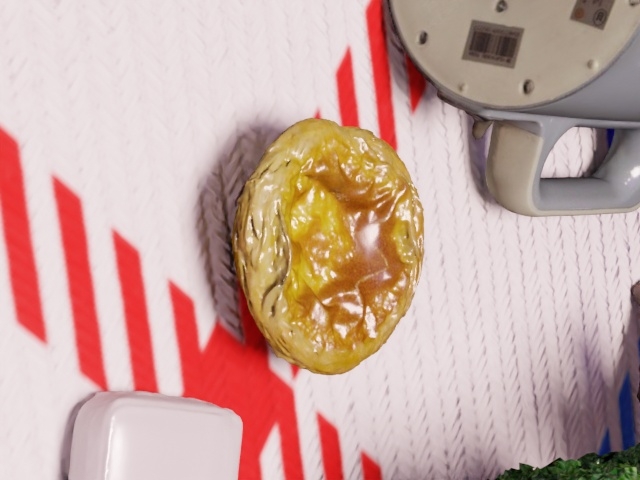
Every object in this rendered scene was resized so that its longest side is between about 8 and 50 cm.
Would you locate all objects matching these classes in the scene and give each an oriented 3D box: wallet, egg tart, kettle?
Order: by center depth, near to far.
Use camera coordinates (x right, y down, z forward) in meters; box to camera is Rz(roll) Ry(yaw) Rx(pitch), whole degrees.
[{"bbox_3d":[-0.079,0.163,0.741,0.095,0.033,0.190,15,79,-46],"label":"wallet"},{"bbox_3d":[0.000,0.000,0.810,0.130,0.052,0.130,-2,93,-47],"label":"egg tart"},{"bbox_3d":[0.160,-0.109,0.932,0.243,0.160,0.210,9,103,-54],"label":"kettle"}]

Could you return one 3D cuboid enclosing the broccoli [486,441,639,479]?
[{"bbox_3d":[0.146,0.240,0.813,0.308,0.275,0.308,-54,161,-29],"label":"broccoli"}]

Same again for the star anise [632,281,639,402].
[{"bbox_3d":[0.257,0.170,1.001,0.349,0.109,0.292,-79,153,-76],"label":"star anise"}]
